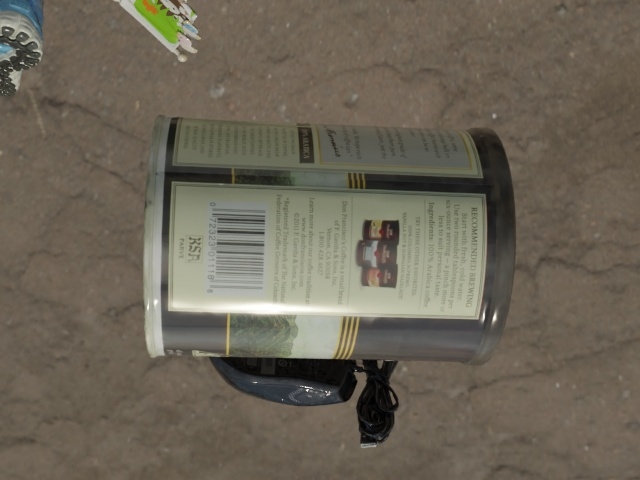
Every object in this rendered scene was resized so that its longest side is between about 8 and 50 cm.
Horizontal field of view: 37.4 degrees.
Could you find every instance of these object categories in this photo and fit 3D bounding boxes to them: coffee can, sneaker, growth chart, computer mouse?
[{"bbox_3d":[0.000,0.000,0.789,0.276,0.201,0.201,2,130,-5],"label":"coffee can"},{"bbox_3d":[-0.233,-0.153,0.683,0.063,0.073,0.162,21,163,-34],"label":"sneaker"},{"bbox_3d":[-0.239,-0.353,1.360,0.172,0.021,0.237,40,162,1],"label":"growth chart"},{"bbox_3d":[-0.030,0.182,1.300,0.272,0.188,0.072,15,135,-6],"label":"computer mouse"}]
